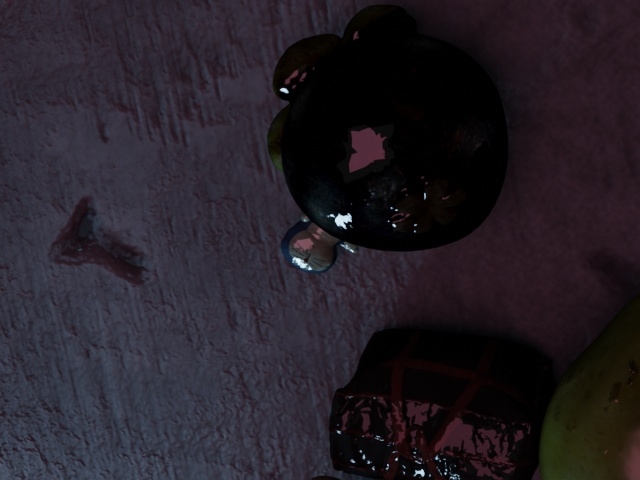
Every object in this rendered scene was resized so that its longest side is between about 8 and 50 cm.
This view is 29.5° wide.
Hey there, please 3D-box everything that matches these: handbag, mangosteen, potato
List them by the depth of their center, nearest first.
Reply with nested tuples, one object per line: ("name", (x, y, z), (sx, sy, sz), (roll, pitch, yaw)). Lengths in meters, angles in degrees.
("potato", (0.335, 0.151, 1.116), (0.304, 0.216, 0.216), (-45, 85, -2))
("mangosteen", (0.061, -0.107, 1.174), (0.243, 0.243, 0.243), (5, 106, 19))
("handbag", (0.123, 0.178, 1.236), (0.215, 0.169, 0.155), (7, 107, 18))

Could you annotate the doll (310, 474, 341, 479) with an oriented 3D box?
("doll", (0.121, 0.344, 1.319), (0.303, 0.156, 0.201), (3, 97, -9))

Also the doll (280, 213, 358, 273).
("doll", (0.000, 0.000, 1.303), (0.076, 0.050, 0.083), (35, 113, -11))
